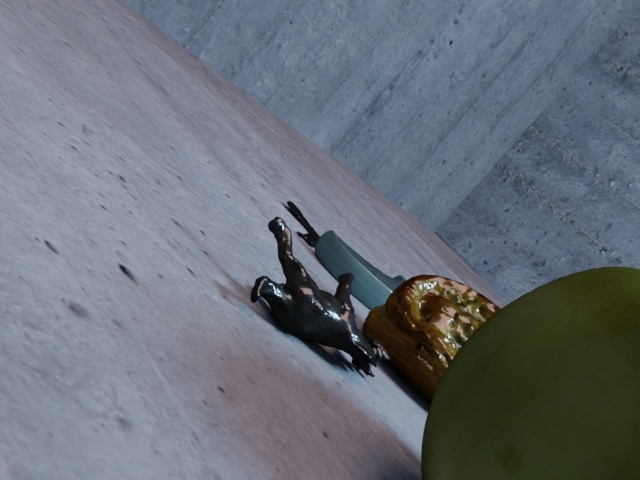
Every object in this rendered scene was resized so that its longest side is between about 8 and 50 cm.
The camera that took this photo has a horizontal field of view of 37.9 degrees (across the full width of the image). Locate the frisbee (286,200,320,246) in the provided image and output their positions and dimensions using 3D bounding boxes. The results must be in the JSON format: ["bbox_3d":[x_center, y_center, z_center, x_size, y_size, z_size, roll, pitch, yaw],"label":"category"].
[{"bbox_3d":[0.000,0.000,1.716,0.211,0.012,0.187,43,9,7],"label":"frisbee"}]

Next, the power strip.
[{"bbox_3d":[0.105,0.083,1.627,0.253,0.054,0.167,34,14,-38],"label":"power strip"}]

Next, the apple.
[{"bbox_3d":[0.271,0.197,0.869,0.357,0.357,0.357,40,9,-7],"label":"apple"}]

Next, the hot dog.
[{"bbox_3d":[0.195,0.166,1.318,0.272,0.122,0.196,44,43,17],"label":"hot dog"}]

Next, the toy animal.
[{"bbox_3d":[-0.002,0.076,1.106,0.232,0.084,0.148,38,10,-40],"label":"toy animal"}]
